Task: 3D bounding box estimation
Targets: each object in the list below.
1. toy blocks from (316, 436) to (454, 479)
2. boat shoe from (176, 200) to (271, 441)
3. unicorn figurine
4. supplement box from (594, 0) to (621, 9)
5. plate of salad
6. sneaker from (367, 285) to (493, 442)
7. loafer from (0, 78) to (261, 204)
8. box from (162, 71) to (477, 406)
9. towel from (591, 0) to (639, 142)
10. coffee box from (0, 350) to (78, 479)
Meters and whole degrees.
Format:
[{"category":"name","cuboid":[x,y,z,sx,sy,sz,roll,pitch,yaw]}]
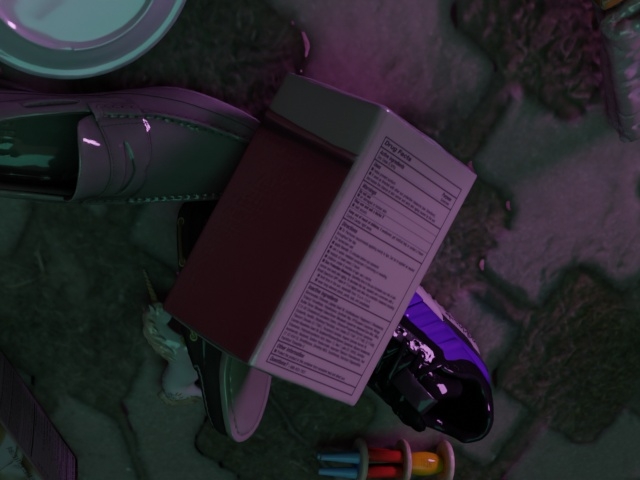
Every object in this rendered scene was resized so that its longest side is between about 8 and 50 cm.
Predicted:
[{"category":"toy blocks","cuboid":[0.063,0.272,1.335,0.148,0.054,0.123,4,123,-14]},{"category":"boat shoe","cuboid":[-0.093,0.073,1.119,0.069,0.081,0.227,4,100,28]},{"category":"unicorn figurine","cuboid":[-0.126,0.113,1.184,0.111,0.060,0.161,3,121,-18]},{"category":"supplement box","cuboid":[0.191,-0.259,0.878,0.080,0.233,0.078,-24,125,10]},{"category":"plate of salad","cuboid":[-0.198,-0.223,0.945,0.200,0.048,0.199,-10,122,-16]},{"category":"sneaker","cuboid":[0.073,0.103,1.163,0.293,0.146,0.102,36,112,-30]},{"category":"loafer","cuboid":[-0.193,-0.071,1.011,0.320,0.111,0.112,3,124,-13]},{"category":"box","cuboid":[0.000,0.000,1.017,0.149,0.127,0.232,30,88,-48]},{"category":"towel","cuboid":[0.373,-0.210,0.962,0.332,0.053,0.317,-29,163,10]},{"category":"coffee box","cuboid":[-0.354,0.193,1.172,0.141,0.098,0.246,-21,125,4]}]
